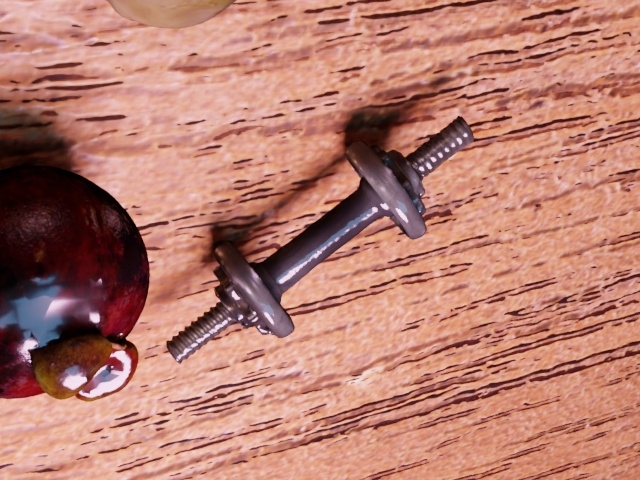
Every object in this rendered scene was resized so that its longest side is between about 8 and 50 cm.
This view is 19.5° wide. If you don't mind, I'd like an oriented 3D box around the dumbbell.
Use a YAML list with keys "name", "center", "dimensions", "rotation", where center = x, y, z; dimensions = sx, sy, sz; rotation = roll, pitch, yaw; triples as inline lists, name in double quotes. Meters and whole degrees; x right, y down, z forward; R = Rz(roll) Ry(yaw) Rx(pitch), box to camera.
- name: "dumbbell"
  center: [0.000, 0.000, 1.265]
  dimensions: [0.254, 0.081, 0.081]
  rotation: [-37, 144, -1]

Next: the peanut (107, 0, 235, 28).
- name: "peanut"
  center: [-0.006, -0.229, 0.958]
  dimensions: [0.291, 0.143, 0.159]
  rotation: [-33, 154, -11]

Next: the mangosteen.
- name: "mangosteen"
  center: [-0.167, 0.033, 1.102]
  dimensions: [0.152, 0.152, 0.152]
  rotation: [-23, 141, -20]
